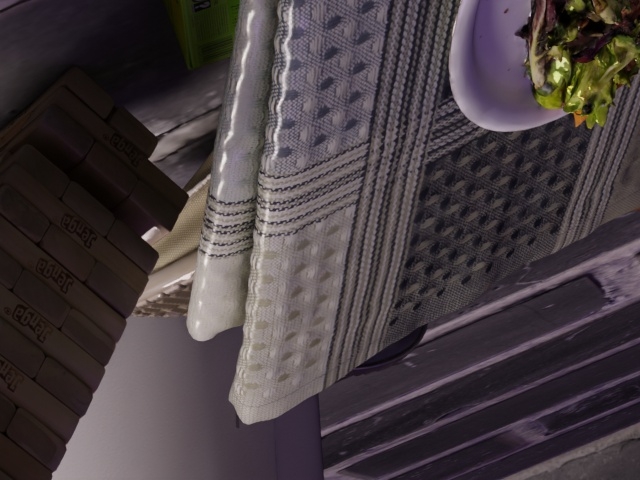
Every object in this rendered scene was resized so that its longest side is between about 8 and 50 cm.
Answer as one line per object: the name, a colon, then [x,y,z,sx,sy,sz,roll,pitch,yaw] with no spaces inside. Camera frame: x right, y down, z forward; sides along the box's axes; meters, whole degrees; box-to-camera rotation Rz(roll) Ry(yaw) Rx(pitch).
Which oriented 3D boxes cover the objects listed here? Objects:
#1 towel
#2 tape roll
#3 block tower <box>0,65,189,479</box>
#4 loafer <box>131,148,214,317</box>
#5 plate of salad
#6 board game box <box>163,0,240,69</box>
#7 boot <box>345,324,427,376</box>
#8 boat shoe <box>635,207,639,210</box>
towel: [0.077,-0.076,0.840,0.312,0.056,0.324,-28,147,-28]
tape roll: [-0.120,0.151,1.223,0.246,0.169,0.246,-3,160,-1]
block tower: [-0.160,0.059,0.779,0.097,0.091,0.335,-35,-158,37]
loafer: [-0.019,-0.041,0.979,0.268,0.092,0.102,-31,159,23]
plate of salad: [0.138,-0.122,0.748,0.200,0.048,0.200,-32,150,-21]
board game box: [-0.026,-0.142,0.744,0.092,0.043,0.181,-20,164,-7]
boot: [0.021,0.039,1.296,0.190,0.076,0.208,-11,156,-22]
boat shoe: [0.301,-0.092,1.206,0.307,0.110,0.104,-11,176,-6]
